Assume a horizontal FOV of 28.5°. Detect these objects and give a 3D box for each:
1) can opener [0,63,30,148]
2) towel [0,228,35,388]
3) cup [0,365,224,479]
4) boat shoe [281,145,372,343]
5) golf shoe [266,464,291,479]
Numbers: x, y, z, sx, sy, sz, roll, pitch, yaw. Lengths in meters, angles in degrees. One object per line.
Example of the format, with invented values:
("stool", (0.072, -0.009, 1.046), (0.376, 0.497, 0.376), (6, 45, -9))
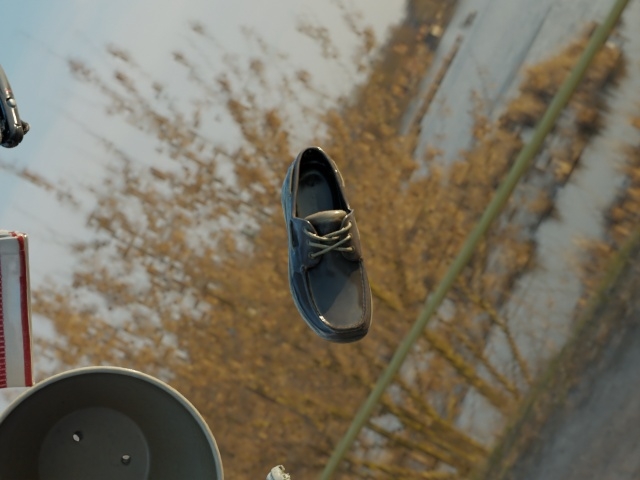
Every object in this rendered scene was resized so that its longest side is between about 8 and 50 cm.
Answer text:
("can opener", (-0.487, -0.211, 1.915), (0.059, 0.073, 0.186), (-40, 48, 26))
("towel", (-0.560, 0.096, 1.709), (0.037, 0.328, 0.237), (-100, 11, -71))
("cup", (-0.317, 0.331, 1.778), (0.331, 0.331, 0.237), (-63, 11, -6))
("boat shoe", (0.000, 0.000, 2.063), (0.130, 0.132, 0.355), (86, 169, -59))
("golf shoe", (-0.061, 0.360, 1.535), (0.069, 0.086, 0.176), (-110, 12, -71))
